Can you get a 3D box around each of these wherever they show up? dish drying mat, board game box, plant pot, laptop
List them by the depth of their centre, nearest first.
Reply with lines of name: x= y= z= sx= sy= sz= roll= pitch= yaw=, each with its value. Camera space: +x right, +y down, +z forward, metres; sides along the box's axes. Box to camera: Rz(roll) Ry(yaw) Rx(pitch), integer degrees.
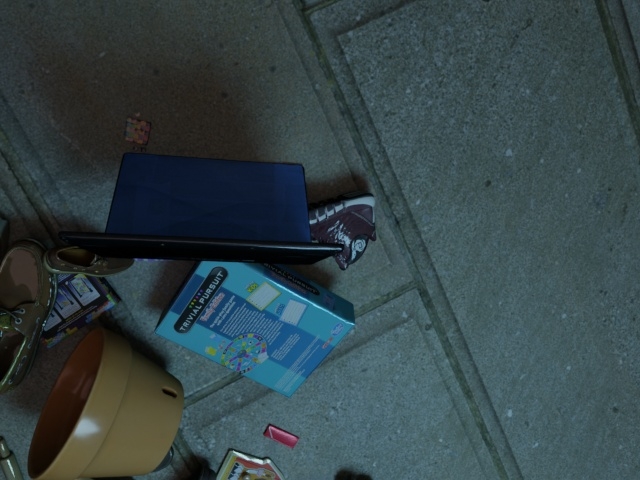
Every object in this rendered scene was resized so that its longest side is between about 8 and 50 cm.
laptop: x=-0.187 y=-0.082 z=0.911 sx=0.382 sy=0.408 sz=0.236 roll=2 pitch=83 yaw=-11
plant pot: x=-0.413 y=0.343 z=1.049 sx=0.203 sy=0.291 sz=0.291 roll=30 pitch=93 yaw=-31
board game box: x=-0.534 y=0.120 z=1.090 sx=0.170 sy=0.048 sz=0.141 roll=-33 pitch=101 yaw=-3
board game box: x=-0.136 y=0.164 z=1.105 sx=0.336 sy=0.079 sz=0.253 roll=31 pitch=114 yaw=-16
dish drying mat: x=-0.094 y=0.470 z=1.250 sx=0.083 sy=0.008 sz=0.032 roll=30 pitch=92 yaw=-14

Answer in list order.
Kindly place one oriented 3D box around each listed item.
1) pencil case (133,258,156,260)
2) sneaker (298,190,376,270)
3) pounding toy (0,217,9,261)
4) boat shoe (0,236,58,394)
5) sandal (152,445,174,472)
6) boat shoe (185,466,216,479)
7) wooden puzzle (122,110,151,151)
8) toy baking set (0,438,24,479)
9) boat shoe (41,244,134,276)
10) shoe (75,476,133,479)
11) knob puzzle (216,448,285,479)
pencil case: x=-0.290 y=-0.002 z=1.093 sx=0.206 sy=0.086 sz=0.088 roll=-4 pitch=126 yaw=-11
sneaker: x=0.000 y=0.000 z=1.142 sx=0.281 sy=0.106 sz=0.162 roll=-15 pitch=105 yaw=-8
pounding toy: x=-0.708 y=0.067 z=0.995 sx=0.155 sy=0.154 sz=0.269 roll=8 pitch=97 yaw=-12
boat shoe: x=-0.587 y=0.150 z=1.007 sx=0.111 sy=0.104 sz=0.307 roll=9 pitch=97 yaw=-9
sandal: x=-0.439 y=0.468 z=1.158 sx=0.219 sy=0.060 sz=0.090 roll=24 pitch=94 yaw=-13
boat shoe: x=-0.376 y=0.644 z=1.164 sx=0.130 sy=0.132 sz=0.355 roll=40 pitch=90 yaw=-12
wooden puzzle: x=-0.380 y=-0.226 z=1.082 sx=0.049 sy=0.006 sz=0.083 roll=12 pitch=97 yaw=-12
toy baking set: x=-0.751 y=0.508 z=1.123 sx=0.197 sy=0.030 sz=0.256 roll=-11 pitch=101 yaw=-9
boat shoe: x=-0.454 y=0.038 z=1.047 sx=0.178 sy=0.060 sz=0.064 roll=2 pitch=74 yaw=-44
shoe: x=-0.500 y=0.538 z=1.154 sx=0.219 sy=0.076 sz=0.058 roll=29 pitch=97 yaw=-6
knob puzzle: x=-0.164 y=0.609 z=1.249 sx=0.213 sy=0.030 sz=0.213 roll=-2 pitch=99 yaw=-10
